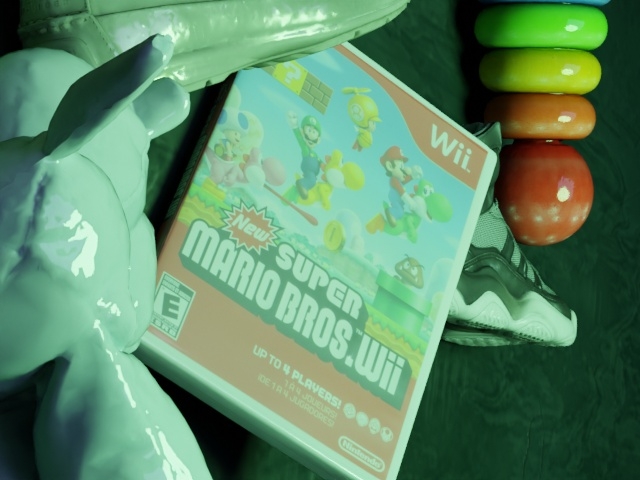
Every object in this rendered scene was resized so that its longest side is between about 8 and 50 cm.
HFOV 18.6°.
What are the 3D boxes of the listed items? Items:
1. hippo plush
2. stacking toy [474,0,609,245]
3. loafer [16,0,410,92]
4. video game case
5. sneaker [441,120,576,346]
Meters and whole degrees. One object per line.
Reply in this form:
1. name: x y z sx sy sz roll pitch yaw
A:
1. hippo plush: -0.174 0.005 0.933 0.236 0.234 0.294 -100 -175 -61
2. stacking toy: 0.180 -0.161 1.561 0.141 0.141 0.330 -5 96 -59
3. loafer: -0.053 -0.156 1.174 0.319 0.112 0.111 -24 101 -51
4. video game case: 0.000 0.000 1.256 0.204 0.025 0.285 35 53 -20
5. sneaker: 0.117 -0.006 1.454 0.268 0.101 0.153 20 73 -54
